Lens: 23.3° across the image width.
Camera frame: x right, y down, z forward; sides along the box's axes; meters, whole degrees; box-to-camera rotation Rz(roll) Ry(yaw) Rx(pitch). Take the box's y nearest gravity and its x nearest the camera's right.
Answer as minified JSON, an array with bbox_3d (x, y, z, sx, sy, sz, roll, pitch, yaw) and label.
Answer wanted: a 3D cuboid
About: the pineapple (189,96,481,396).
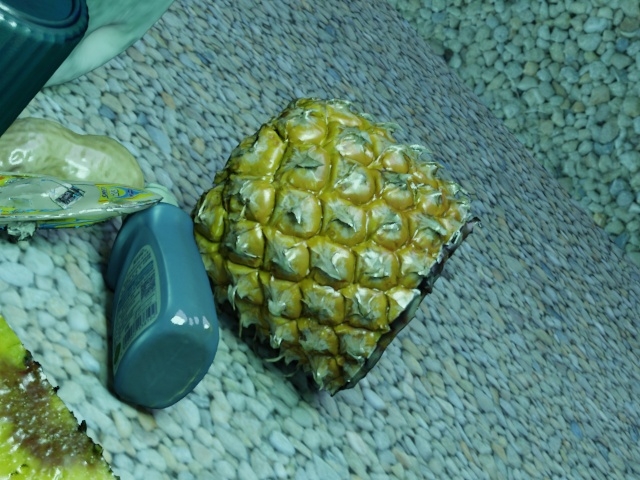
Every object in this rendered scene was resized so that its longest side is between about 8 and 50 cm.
[{"bbox_3d":[0.001,-0.002,1.958,0.300,0.352,0.352,37,24,3],"label":"pineapple"}]

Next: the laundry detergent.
[{"bbox_3d":[-0.185,0.049,1.769,0.094,0.143,0.290,19,34,-24],"label":"laundry detergent"}]

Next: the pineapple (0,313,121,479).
[{"bbox_3d":[-0.294,0.211,1.394,0.161,0.158,0.334,-29,68,-26],"label":"pineapple"}]

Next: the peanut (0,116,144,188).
[{"bbox_3d":[-0.309,-0.088,1.837,0.228,0.086,0.104,18,61,-36],"label":"peanut"}]

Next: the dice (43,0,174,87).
[{"bbox_3d":[-0.365,-0.417,1.950,0.328,0.348,0.330,52,23,16],"label":"dice"}]

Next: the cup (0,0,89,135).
[{"bbox_3d":[-0.394,-0.195,1.623,0.242,0.292,0.308,55,26,18],"label":"cup"}]

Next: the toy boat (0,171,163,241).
[{"bbox_3d":[-0.281,-0.043,1.753,0.210,0.066,0.084,-3,39,-14],"label":"toy boat"}]
